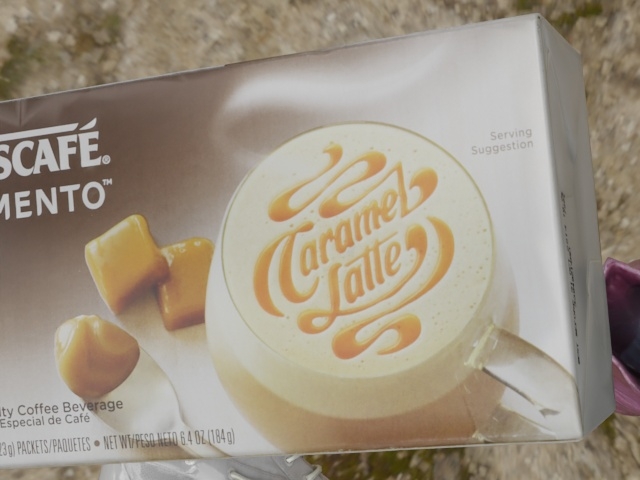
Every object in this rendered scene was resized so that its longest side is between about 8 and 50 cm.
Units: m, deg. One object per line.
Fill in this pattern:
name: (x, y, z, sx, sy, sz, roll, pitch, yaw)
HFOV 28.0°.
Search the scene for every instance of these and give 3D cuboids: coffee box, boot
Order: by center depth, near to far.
coffee box: (-0.023, 0.008, 0.488, 0.246, 0.098, 0.141, -5, 88, 19)
boot: (-0.032, 0.167, 0.946, 0.258, 0.095, 0.124, 15, 78, -23)

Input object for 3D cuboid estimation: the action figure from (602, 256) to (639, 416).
action figure: (0.222, 0.058, 0.861, 0.275, 0.370, 0.248, -42, 94, -9)
